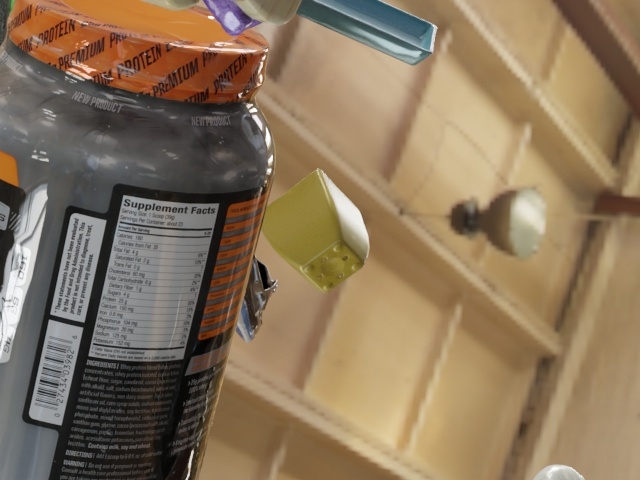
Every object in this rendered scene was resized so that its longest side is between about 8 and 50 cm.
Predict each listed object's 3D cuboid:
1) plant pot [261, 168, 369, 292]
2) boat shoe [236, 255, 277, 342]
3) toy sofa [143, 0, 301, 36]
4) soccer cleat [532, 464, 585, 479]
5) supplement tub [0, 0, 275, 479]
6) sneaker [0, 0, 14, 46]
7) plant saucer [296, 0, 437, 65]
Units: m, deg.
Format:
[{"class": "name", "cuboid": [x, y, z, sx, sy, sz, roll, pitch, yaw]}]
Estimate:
[{"class": "plant pot", "cuboid": [0.000, 0.000, 1.447, 0.081, 0.083, 0.081, -37, -47, 9]}, {"class": "boat shoe", "cuboid": [-0.079, 0.054, 1.625, 0.066, 0.066, 0.183, -39, -19, -10]}, {"class": "toy sofa", "cuboid": [-0.046, -0.296, 0.762, 0.177, 0.150, 0.362, 32, -97, -50]}, {"class": "soccer cleat", "cuboid": [0.169, 0.245, 1.015, 0.068, 0.076, 0.196, 13, -111, -19]}, {"class": "supplement tub", "cuboid": [-0.140, 0.012, 0.933, 0.193, 0.193, 0.316, -10, -60, -54]}, {"class": "sneaker", "cuboid": [-0.220, -0.329, 1.171, 0.185, 0.202, 0.483, -1, -92, -51]}, {"class": "plant saucer", "cuboid": [-0.015, -0.164, 0.993, 0.067, 0.192, 0.018, -74, 9, -66]}]
